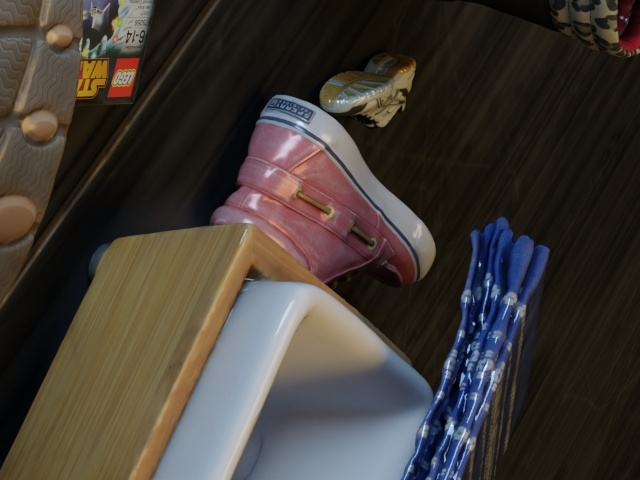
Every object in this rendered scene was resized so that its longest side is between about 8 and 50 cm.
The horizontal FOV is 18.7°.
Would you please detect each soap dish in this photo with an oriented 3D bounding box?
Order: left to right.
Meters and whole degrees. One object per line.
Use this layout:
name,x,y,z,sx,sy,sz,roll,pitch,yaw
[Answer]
soap dish,-0.071,0.150,0.938,0.291,0.118,0.229,-65,153,-9

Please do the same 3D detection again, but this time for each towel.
towel,0.042,0.177,0.994,0.243,0.040,0.336,82,29,-65

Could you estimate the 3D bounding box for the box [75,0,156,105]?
box,-0.113,-0.101,0.784,0.137,0.027,0.094,-11,119,-60

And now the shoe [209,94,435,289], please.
shoe,0.000,0.000,1.035,0.081,0.063,0.178,-61,147,-14

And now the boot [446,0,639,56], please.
boot,0.070,-0.188,0.897,0.085,0.178,0.236,-55,151,-27

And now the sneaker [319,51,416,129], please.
sneaker,0.027,-0.075,1.062,0.083,0.032,0.037,-29,133,-52

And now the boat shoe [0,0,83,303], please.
boat shoe,-0.203,0.027,0.596,0.355,0.130,0.132,-61,149,-4
